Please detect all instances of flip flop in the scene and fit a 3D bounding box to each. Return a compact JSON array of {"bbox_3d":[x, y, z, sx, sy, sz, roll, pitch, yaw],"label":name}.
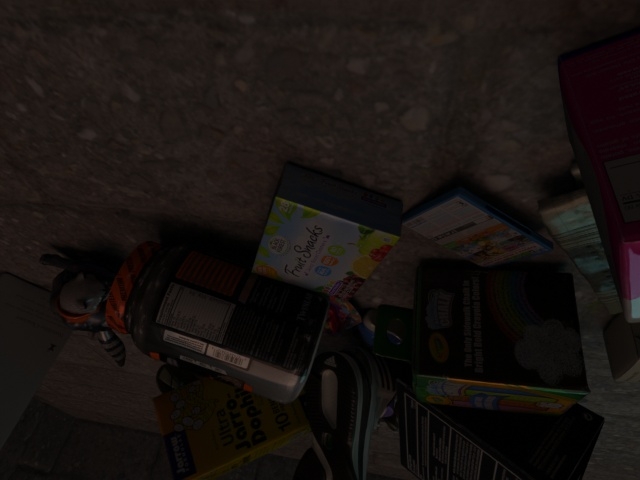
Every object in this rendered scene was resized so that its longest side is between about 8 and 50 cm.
[{"bbox_3d":[-0.452,0.505,1.427,0.080,0.113,0.277,-2,150,43],"label":"flip flop"}]

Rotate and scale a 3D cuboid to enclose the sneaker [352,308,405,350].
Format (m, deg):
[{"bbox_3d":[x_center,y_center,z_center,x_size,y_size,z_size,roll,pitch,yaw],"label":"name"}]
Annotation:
[{"bbox_3d":[0.137,0.204,0.863,0.152,0.058,0.085,28,136,-14],"label":"sneaker"}]

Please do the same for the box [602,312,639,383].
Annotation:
[{"bbox_3d":[0.624,0.176,0.652,0.274,0.094,0.113,1,144,15],"label":"box"}]

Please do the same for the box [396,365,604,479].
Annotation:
[{"bbox_3d":[0.313,0.384,0.781,0.293,0.182,0.297,27,137,42],"label":"box"}]

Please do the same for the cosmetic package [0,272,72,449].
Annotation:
[{"bbox_3d":[-0.783,0.303,0.996,0.217,0.386,0.156,33,140,-27],"label":"cosmetic package"}]

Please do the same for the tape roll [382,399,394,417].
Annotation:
[{"bbox_3d":[0.113,0.428,1.159,0.188,0.080,0.189,8,145,5],"label":"tape roll"}]

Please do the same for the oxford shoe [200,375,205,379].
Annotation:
[{"bbox_3d":[-0.239,0.313,1.073,0.132,0.130,0.364,5,144,0],"label":"oxford shoe"}]

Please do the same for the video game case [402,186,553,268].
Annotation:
[{"bbox_3d":[0.211,-0.011,0.569,0.166,0.015,0.119,26,155,-18],"label":"video game case"}]

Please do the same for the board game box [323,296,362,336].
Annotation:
[{"bbox_3d":[-0.002,0.158,0.843,0.133,0.033,0.168,36,140,-10],"label":"board game box"}]

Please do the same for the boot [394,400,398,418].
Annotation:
[{"bbox_3d":[0.285,0.377,1.039,0.115,0.112,0.305,42,131,-11],"label":"boot"}]

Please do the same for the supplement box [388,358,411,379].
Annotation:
[{"bbox_3d":[0.188,0.343,1.040,0.083,0.056,0.083,35,138,-28],"label":"supplement box"}]

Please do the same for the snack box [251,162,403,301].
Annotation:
[{"bbox_3d":[0.000,0.000,0.621,0.174,0.070,0.207,18,143,-8],"label":"snack box"}]

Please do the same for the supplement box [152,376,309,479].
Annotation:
[{"bbox_3d":[-0.189,0.421,1.001,0.356,0.194,0.195,-17,151,-22],"label":"supplement box"}]

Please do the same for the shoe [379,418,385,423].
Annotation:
[{"bbox_3d":[0.178,0.566,1.345,0.177,0.064,0.081,-13,139,39],"label":"shoe"}]

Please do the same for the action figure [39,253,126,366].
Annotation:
[{"bbox_3d":[-0.423,0.160,0.883,0.340,0.179,0.330,12,154,4],"label":"action figure"}]

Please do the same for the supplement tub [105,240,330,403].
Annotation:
[{"bbox_3d":[-0.169,0.132,0.721,0.337,0.207,0.207,20,144,0],"label":"supplement tub"}]

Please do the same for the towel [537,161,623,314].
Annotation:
[{"bbox_3d":[0.459,-0.026,0.478,0.324,0.056,0.312,-24,134,36],"label":"towel"}]

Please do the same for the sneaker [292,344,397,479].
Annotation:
[{"bbox_3d":[0.086,0.445,0.906,0.168,0.449,0.257,9,-175,38],"label":"sneaker"}]

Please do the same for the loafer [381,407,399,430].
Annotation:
[{"bbox_3d":[0.199,0.510,1.228,0.056,0.050,0.148,51,172,-12],"label":"loafer"}]

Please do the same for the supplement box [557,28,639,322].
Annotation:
[{"bbox_3d":[0.273,-0.062,0.326,0.113,0.220,0.111,-12,138,30],"label":"supplement box"}]

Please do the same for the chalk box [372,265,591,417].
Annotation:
[{"bbox_3d":[0.233,0.160,0.666,0.288,0.181,0.179,2,148,17],"label":"chalk box"}]
